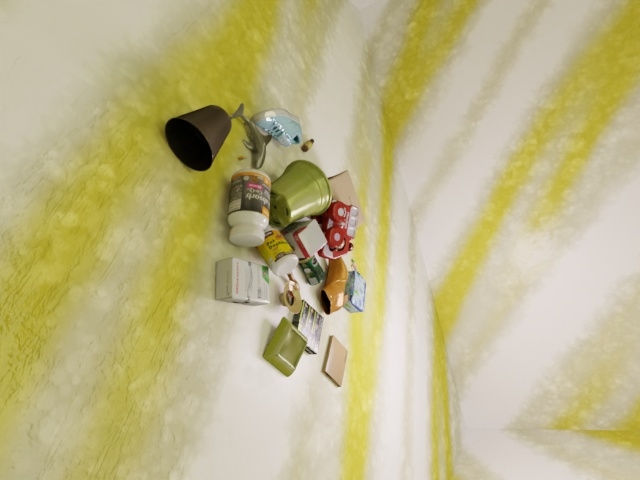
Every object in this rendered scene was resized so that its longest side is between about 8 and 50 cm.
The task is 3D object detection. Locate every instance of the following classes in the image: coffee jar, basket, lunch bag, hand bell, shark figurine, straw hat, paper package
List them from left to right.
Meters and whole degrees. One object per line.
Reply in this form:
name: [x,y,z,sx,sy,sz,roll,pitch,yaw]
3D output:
basket: [-0.426,-0.394,1.458,0.204,0.154,0.226,60,29,-29]
shark figurine: [-0.278,-0.473,1.779,0.278,0.116,0.166,68,29,-17]
straw hat: [-0.143,0.252,1.737,0.144,0.061,0.144,42,39,-46]
hand bell: [-0.137,0.153,1.779,0.126,0.126,0.241,-65,145,-48]
coffee jar: [-0.052,0.118,1.933,0.184,0.079,0.096,64,35,-21]
paper package: [0.087,-0.191,2.220,0.309,0.168,0.324,-40,112,-58]
lunch bag: [0.192,0.290,2.268,0.176,0.090,0.218,49,40,-42]

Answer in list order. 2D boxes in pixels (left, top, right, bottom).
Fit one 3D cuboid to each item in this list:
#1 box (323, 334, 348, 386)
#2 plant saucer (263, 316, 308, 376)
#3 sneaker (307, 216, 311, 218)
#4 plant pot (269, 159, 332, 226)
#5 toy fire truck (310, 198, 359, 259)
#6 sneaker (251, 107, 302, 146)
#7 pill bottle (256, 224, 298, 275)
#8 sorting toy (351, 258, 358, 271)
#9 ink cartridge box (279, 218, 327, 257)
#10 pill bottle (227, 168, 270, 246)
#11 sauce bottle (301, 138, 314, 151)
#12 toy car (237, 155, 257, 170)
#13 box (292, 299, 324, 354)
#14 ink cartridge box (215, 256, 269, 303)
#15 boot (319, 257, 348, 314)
box: [0.077,0.600,1.999,0.164,0.021,0.201,54,37,-33]
plant saucer: [-0.127,0.441,1.650,0.188,0.045,0.188,52,52,-36]
sneaker: [-0.106,-0.214,1.997,0.091,0.094,0.258,-36,103,-43]
plant pot: [-0.131,-0.189,1.788,0.254,0.276,0.275,-40,113,-45]
toy fire truck: [0.085,-0.051,1.977,0.254,0.169,0.301,18,75,-40]
sneaker: [-0.186,-0.536,1.940,0.366,0.135,0.150,-14,87,-60]
pill bottle: [-0.189,0.033,1.630,0.215,0.117,0.117,52,18,30]
sorting toy: [0.204,0.154,2.421,0.083,0.012,0.062,66,31,-16]
ink cartridge box: [-0.090,-0.005,1.798,0.128,0.176,0.127,-44,114,-36]
pill bottle: [-0.279,-0.126,1.569,0.162,0.162,0.278,31,51,-51]
sauce bottle: [-0.066,-0.533,2.234,0.042,0.042,0.128,62,34,-22]
toy car: [-0.307,-0.309,1.726,0.122,0.041,0.060,45,42,-43]
box: [-0.061,0.397,1.833,0.184,0.045,0.190,46,42,-37]
ink cartridge box: [-0.289,0.158,1.502,0.208,0.087,0.152,26,56,-55]
boot: [0.060,0.219,2.056,0.211,0.104,0.294,-13,93,-61]
